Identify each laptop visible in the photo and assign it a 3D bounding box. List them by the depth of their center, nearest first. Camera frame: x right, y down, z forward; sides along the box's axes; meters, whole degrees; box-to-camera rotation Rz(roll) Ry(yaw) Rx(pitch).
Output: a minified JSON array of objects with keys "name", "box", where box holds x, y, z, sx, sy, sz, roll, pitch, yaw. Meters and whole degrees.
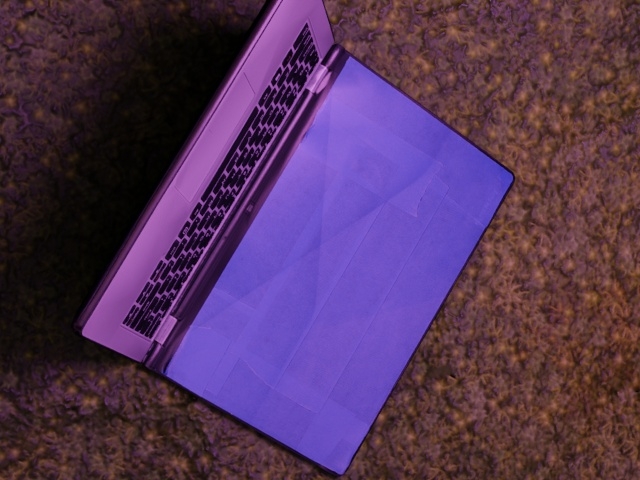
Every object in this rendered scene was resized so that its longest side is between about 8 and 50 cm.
[{"name":"laptop","box":[0.000,0.000,1.500,0.236,0.408,0.382,29,84,10]}]
